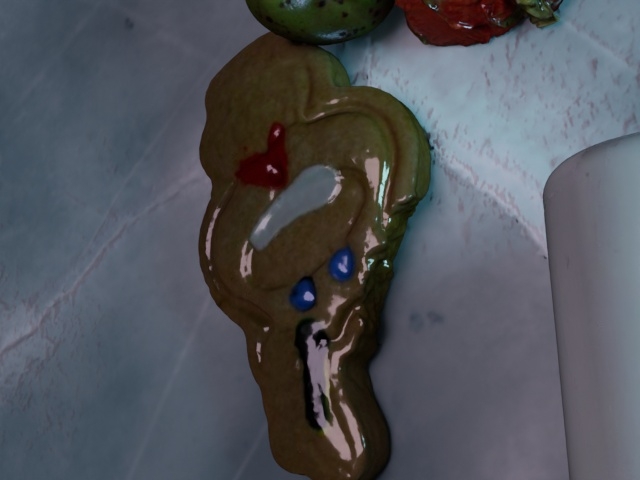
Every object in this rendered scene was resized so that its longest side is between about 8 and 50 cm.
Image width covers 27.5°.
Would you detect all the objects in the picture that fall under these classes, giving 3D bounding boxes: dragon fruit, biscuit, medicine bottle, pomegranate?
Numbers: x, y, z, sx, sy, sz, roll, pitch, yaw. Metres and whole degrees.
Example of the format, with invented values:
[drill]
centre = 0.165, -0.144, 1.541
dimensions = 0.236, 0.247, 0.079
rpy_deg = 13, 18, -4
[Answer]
[dragon fruit]
centre = 0.109, -0.191, 0.802
dimensions = 0.106, 0.083, 0.162
rpy_deg = 34, 98, 35
[biscuit]
centre = -0.008, 0.005, 0.869
dimensions = 0.183, 0.047, 0.320
rpy_deg = -12, 73, 38
[medicine bottle]
centre = 0.189, 0.083, 0.633
dimensions = 0.143, 0.143, 0.258
rpy_deg = -15, 70, 34
[pomegranate]
centre = -0.003, -0.193, 0.877
dimensions = 0.114, 0.114, 0.142
rpy_deg = -47, 28, 19
